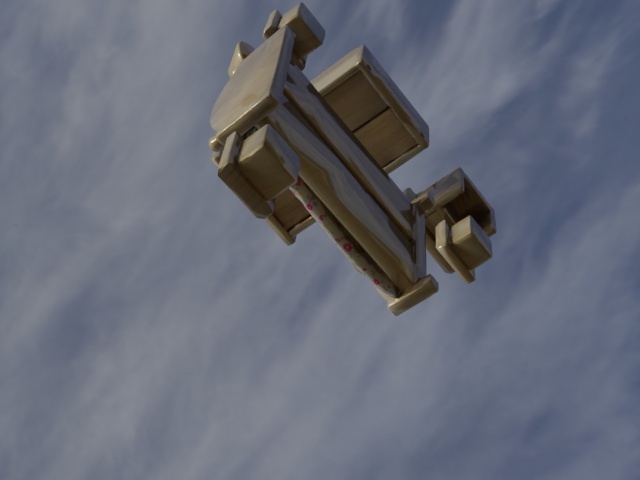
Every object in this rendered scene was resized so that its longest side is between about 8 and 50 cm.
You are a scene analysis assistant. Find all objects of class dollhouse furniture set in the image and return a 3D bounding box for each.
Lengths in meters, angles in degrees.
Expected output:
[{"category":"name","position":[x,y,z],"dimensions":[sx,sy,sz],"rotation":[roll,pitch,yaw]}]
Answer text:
[{"category":"dollhouse furniture set","position":[0.000,0.000,0.924],"dimensions":[0.174,0.355,0.303],"rotation":[-33,-68,22]}]
